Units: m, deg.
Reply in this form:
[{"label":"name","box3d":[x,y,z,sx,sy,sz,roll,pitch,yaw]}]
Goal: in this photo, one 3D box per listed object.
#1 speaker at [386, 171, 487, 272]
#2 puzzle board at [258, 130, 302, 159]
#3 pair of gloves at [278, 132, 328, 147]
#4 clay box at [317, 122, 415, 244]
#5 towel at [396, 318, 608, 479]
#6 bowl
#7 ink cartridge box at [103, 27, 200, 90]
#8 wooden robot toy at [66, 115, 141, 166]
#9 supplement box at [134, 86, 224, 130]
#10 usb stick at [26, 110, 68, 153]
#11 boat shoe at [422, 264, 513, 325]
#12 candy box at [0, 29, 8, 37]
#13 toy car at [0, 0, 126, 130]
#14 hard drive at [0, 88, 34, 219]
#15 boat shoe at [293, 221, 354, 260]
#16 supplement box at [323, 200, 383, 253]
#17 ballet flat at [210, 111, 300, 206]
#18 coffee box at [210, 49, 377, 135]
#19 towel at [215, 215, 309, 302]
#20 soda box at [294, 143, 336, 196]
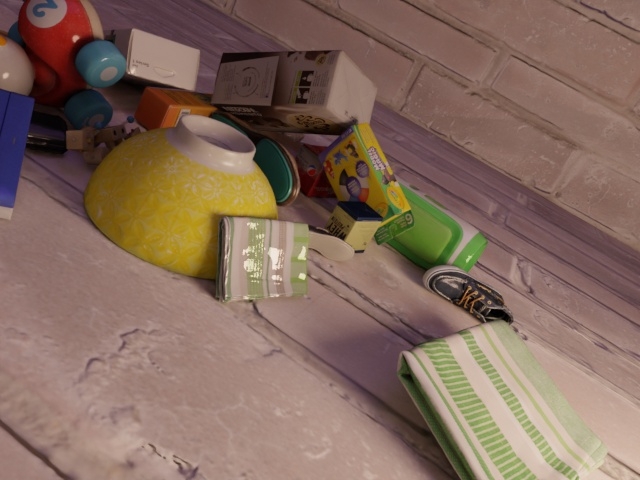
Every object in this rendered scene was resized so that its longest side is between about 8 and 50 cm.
[{"label":"speaker","box3d":[0.195,-0.040,1.112,0.296,0.131,0.131,38,25,21]},{"label":"puzzle board","box3d":[-0.098,-0.208,1.227,0.128,0.011,0.096,27,55,-1]},{"label":"pair of gloves","box3d":[-0.080,-0.255,1.354,0.240,0.042,0.204,38,25,24]},{"label":"clay box","box3d":[0.089,-0.103,1.042,0.053,0.127,0.222,-20,81,-38]},{"label":"towel","box3d":[0.247,0.222,0.694,0.325,0.038,0.248,-1,50,-48]},{"label":"bowl","box3d":[-0.178,-0.090,0.779,0.289,0.156,0.289,23,25,-12]},{"label":"ink cartridge box","box3d":[-0.388,-0.392,1.148,0.219,0.093,0.160,19,12,43]},{"label":"wooden robot toy","box3d":[-0.358,-0.154,0.846,0.079,0.076,0.173,0,18,12]},{"label":"supplement box","box3d":[-0.279,-0.272,1.131,0.078,0.080,0.233,38,23,15]},{"label":"usb stick","box3d":[-0.497,-0.170,0.733,0.278,0.045,0.077,4,43,-43]},{"label":"boat shoe","box3d":[0.283,0.106,0.992,0.183,0.065,0.083,20,24,-21]},{"label":"candy box","box3d":[-0.605,-0.354,0.975,0.186,0.053,0.109,15,28,-30]},{"label":"toy car","box3d":[-0.475,-0.285,0.819,0.219,0.210,0.238,50,44,8]},{"label":"hard drive","box3d":[-0.517,-0.142,0.600,0.318,0.040,0.210,13,44,-32]},{"label":"boat shoe","box3d":[0.000,0.000,0.929,0.125,0.046,0.038,15,31,-9]},{"label":"supplement box","box3d":[0.058,-0.024,0.986,0.083,0.083,0.056,-2,38,-49]},{"label":"ballet flat","box3d":[-0.115,-0.171,1.079,0.106,0.107,0.316,10,30,-51]},{"label":"coffee box","box3d":[-0.057,-0.303,1.096,0.297,0.119,0.168,11,-4,31]},{"label":"towel","box3d":[-0.074,0.026,0.726,0.152,0.113,0.023,2,0,-43]},{"label":"soda box","box3d":[0.049,-0.158,1.233,0.263,0.092,0.083,-3,41,-49]}]
